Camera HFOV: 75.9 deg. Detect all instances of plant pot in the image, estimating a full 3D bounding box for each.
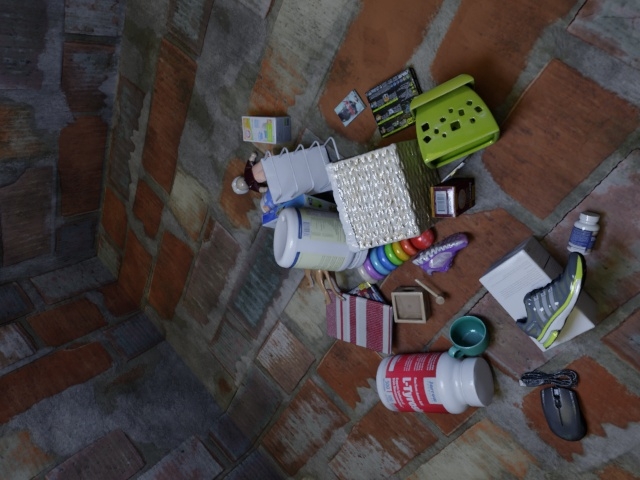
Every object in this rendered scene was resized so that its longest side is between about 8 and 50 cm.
[{"bbox_3d":[0.405,-0.367,1.275,0.227,0.228,0.206,-22,87,21],"label":"plant pot"}]

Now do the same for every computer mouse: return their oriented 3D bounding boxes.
[{"bbox_3d":[0.830,0.591,1.433,0.189,0.072,0.271,-21,93,40],"label":"computer mouse"}]

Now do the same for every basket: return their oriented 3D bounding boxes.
[{"bbox_3d":[0.243,-0.164,1.437,0.267,0.328,0.330,-11,99,38],"label":"basket"}]

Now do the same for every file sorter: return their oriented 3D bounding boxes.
[{"bbox_3d":[-0.067,-0.280,1.620,0.173,0.278,0.192,159,95,-74],"label":"file sorter"}]

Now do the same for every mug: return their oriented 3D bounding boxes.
[{"bbox_3d":[0.544,0.364,1.524,0.158,0.129,0.097,-25,132,18],"label":"mug"}]

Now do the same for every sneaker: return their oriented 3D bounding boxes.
[{"bbox_3d":[0.650,0.162,1.161,0.121,0.111,0.299,27,115,30],"label":"sneaker"},{"bbox_3d":[0.457,0.058,1.515,0.104,0.095,0.236,54,135,0],"label":"sneaker"}]

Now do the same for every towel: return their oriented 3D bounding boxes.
[{"bbox_3d":[0.167,0.352,1.806,0.329,0.037,0.236,10,112,34],"label":"towel"}]

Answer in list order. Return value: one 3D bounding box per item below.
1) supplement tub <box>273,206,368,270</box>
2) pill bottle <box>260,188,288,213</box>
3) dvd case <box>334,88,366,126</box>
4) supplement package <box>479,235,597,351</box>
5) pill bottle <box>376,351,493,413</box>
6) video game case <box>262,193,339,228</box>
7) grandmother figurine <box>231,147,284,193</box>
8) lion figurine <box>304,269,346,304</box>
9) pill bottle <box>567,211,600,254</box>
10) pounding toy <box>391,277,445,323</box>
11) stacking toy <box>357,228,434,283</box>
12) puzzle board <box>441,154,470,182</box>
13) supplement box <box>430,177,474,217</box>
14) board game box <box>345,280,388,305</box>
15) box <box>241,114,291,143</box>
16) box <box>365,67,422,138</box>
[{"bbox_3d":[0.000,0.000,1.603,0.235,0.326,0.235,-174,90,-69],"label":"supplement tub"},{"bbox_3d":[-0.144,-0.223,1.828,0.152,0.152,0.272,52,131,10],"label":"pill bottle"},{"bbox_3d":[0.116,-0.517,1.606,0.119,0.013,0.087,-36,84,40],"label":"dvd case"},{"bbox_3d":[0.692,0.164,1.309,0.292,0.175,0.177,51,127,11],"label":"supplement package"},{"bbox_3d":[0.445,0.557,1.617,0.408,0.229,0.228,-19,95,41],"label":"pill bottle"},{"bbox_3d":[-0.072,-0.104,1.761,0.270,0.245,0.061,-20,66,41],"label":"video game case"},{"bbox_3d":[-0.304,-0.318,1.952,0.343,0.104,0.207,-26,68,39],"label":"grandmother figurine"},{"bbox_3d":[-0.013,0.113,1.810,0.392,0.142,0.239,20,128,57],"label":"lion figurine"},{"bbox_3d":[0.792,-0.022,1.232,0.067,0.067,0.120,18,117,32],"label":"pill bottle"},{"bbox_3d":[0.396,0.226,1.626,0.206,0.094,0.180,-4,99,29],"label":"pounding toy"},{"bbox_3d":[0.302,0.048,1.612,0.330,0.141,0.141,-32,86,35],"label":"stacking toy"},{"bbox_3d":[0.456,-0.241,1.371,0.011,0.128,0.096,47,129,3],"label":"puzzle board"},{"bbox_3d":[0.446,-0.146,1.374,0.081,0.188,0.103,5,109,38],"label":"supplement box"},{"bbox_3d":[0.209,0.286,1.808,0.194,0.060,0.194,-41,81,40],"label":"board game box"},{"bbox_3d":[-0.242,-0.497,1.832,0.203,0.103,0.114,15,115,33],"label":"box"},{"bbox_3d":[0.275,-0.488,1.474,0.191,0.045,0.184,-19,97,40],"label":"box"}]
